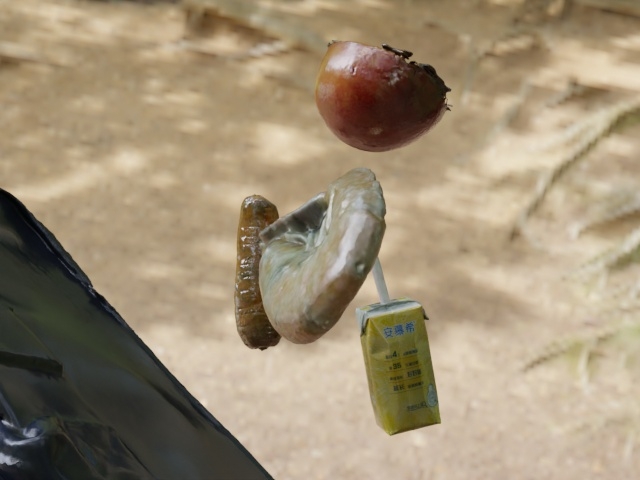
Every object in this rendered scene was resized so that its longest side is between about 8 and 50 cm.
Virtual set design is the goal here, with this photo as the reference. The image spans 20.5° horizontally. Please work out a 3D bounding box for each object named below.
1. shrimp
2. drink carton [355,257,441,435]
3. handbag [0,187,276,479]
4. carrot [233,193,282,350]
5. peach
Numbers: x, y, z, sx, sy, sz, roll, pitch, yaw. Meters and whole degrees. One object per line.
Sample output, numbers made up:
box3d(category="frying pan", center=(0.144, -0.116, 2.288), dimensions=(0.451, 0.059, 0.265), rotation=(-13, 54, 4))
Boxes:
box3d(category="shrimp", center=(0.000, 0.000, 1.636), dimensions=(0.077, 0.168, 0.317), rotation=(31, 8, -15))
box3d(category="drink carton", center=(0.086, 0.118, 2.034), dimensions=(0.084, 0.200, 0.074), rotation=(-13, 11, -10))
box3d(category="handbag", center=(-0.160, 0.089, 0.875), dimensions=(0.326, 0.118, 0.269), rotation=(42, 8, 26))
box3d(category="carrot", center=(-0.074, 0.036, 2.075), dimensions=(0.060, 0.186, 0.060), rotation=(-3, -7, 0))
box3d(category="peach", center=(0.038, -0.090, 1.178), dimensions=(0.098, 0.061, 0.098), rotation=(25, -13, 6))
